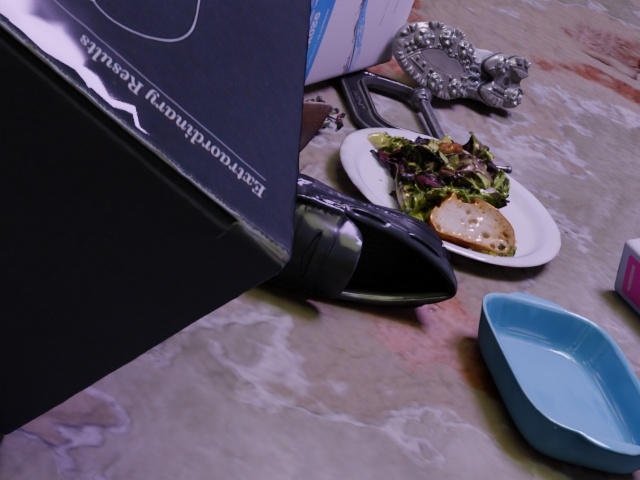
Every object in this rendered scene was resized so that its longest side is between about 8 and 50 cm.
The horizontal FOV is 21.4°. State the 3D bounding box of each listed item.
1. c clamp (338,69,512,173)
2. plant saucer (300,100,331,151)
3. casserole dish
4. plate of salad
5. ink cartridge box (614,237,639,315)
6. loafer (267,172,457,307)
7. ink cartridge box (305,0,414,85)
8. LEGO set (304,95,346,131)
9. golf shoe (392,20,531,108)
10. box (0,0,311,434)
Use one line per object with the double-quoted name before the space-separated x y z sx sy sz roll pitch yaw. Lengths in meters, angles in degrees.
"c clamp" 0.085 -0.108 1.534 0.137 0.022 0.161 8 30 -23
"plant saucer" -0.089 -0.068 1.169 0.198 0.036 0.198 -6 1 0
"casserole dish" 0.167 0.101 1.169 0.114 0.037 0.188 16 27 -20
"plate of salad" 0.111 -0.045 1.388 0.199 0.048 0.200 19 27 -10
"ink cartridge box" 0.391 0.089 1.318 0.185 0.065 0.311 -11 37 -24
"loafer" 0.000 0.000 1.161 0.223 0.076 0.078 13 19 -33
"ink cartridge box" -0.027 -0.253 1.522 0.171 0.168 0.232 28 24 20
"LEGO set" -0.004 -0.104 1.443 0.054 0.023 0.083 40 15 25
"golf shoe" 0.120 -0.170 1.647 0.176 0.069 0.086 17 1 -42
"box" -0.174 -0.153 0.914 0.293 0.212 0.395 41 32 -29
